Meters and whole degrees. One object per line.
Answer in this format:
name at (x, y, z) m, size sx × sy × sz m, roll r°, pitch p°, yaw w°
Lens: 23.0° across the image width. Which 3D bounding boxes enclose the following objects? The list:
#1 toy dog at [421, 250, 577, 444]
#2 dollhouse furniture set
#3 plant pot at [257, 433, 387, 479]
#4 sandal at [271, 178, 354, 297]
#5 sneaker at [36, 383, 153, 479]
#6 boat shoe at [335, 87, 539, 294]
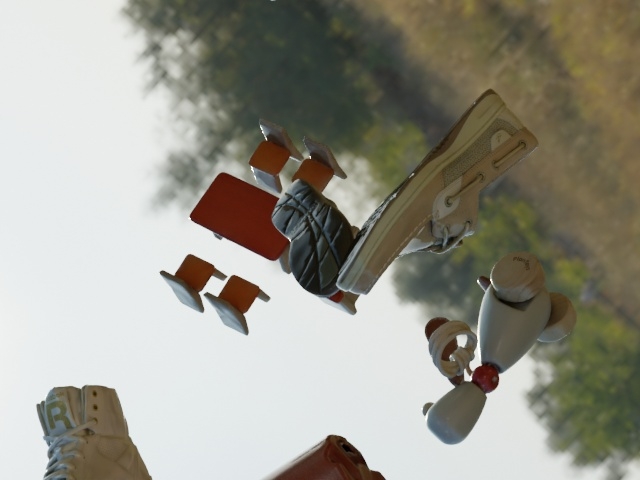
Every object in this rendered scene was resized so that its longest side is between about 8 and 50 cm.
toy dog at (0.249, 0.155, 2.475) m, size 0.161 × 0.334 × 0.220 m, roll 16°, pitch 130°, yaw 48°
dollhouse furniture set at (-0.053, -0.011, 2.049) m, size 0.259 × 0.262 × 0.135 m, roll 25°, pitch 164°, yaw 27°
plant pot at (-0.029, 0.347, 1.555) m, size 0.272 × 0.265 × 0.272 m, roll 51°, pitch -175°, yaw -6°
sandal at (0.000, 0.000, 1.829) m, size 0.060 × 0.090 × 0.219 m, roll 36°, pitch -172°, yaw -28°
sneaker at (-0.289, 0.251, 1.745) m, size 0.292 × 0.108 × 0.169 m, roll -28°, pitch -82°, yaw -73°
boat shoe at (0.132, -0.039, 1.718) m, size 0.098 × 0.302 × 0.109 m, roll 43°, pitch 152°, yaw -2°
